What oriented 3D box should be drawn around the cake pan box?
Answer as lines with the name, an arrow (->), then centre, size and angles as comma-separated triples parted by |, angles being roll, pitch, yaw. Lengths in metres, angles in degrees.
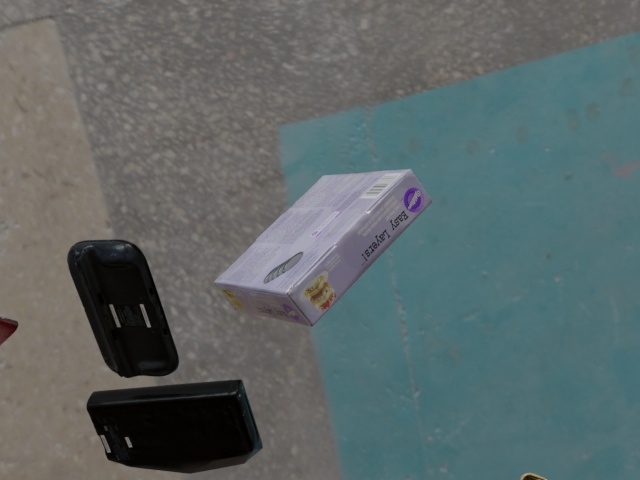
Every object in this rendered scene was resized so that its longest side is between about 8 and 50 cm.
cake pan box -> 0.000, 0.000, 1.340 | 0.267, 0.246, 0.070 | -46, 113, -22

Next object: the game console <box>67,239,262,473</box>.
game console -> -0.214, 0.156, 1.211 | 0.213, 0.044, 0.361 | -6, 119, 13

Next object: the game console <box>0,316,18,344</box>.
game console -> -0.313, 0.083, 0.699 | 0.144, 0.085, 0.124 | -44, 117, -9

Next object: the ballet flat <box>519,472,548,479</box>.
ballet flat -> 0.430, 0.480, 1.627 | 0.080, 0.232, 0.073 | -42, 134, -21
